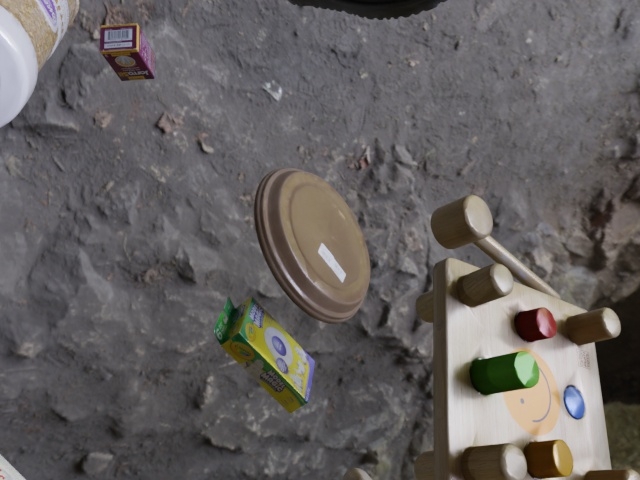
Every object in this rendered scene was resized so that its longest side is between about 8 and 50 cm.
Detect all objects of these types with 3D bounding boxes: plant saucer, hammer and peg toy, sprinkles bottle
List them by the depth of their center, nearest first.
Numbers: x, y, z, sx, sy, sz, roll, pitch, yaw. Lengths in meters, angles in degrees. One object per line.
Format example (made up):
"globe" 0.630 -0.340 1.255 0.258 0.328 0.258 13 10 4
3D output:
"sprinkles bottle" -0.351 -0.240 0.637 0.121 0.355 0.121 -7 125 -10
"hammer and peg toy" 0.238 0.121 0.671 0.266 0.361 0.127 21 149 -26
"plant saucer" 0.000 0.000 0.959 0.041 0.278 0.278 -25 144 31

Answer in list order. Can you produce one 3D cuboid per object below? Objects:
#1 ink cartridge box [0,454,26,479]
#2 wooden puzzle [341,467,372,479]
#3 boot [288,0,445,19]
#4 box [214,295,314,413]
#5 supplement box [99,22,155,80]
"ink cartridge box" -0.572 0.469 0.868 0.117 0.207 0.283 -45 180 29
"wooden puzzle" -0.003 0.372 0.337 0.080 0.322 0.348 28 100 -42
"boot" -0.020 -0.505 0.763 0.445 0.367 0.146 45 65 -51
"box" -0.083 0.164 0.882 0.043 0.105 0.179 -37 107 20
"supplement box" -0.278 -0.271 0.841 0.055 0.043 0.083 -4 166 2
